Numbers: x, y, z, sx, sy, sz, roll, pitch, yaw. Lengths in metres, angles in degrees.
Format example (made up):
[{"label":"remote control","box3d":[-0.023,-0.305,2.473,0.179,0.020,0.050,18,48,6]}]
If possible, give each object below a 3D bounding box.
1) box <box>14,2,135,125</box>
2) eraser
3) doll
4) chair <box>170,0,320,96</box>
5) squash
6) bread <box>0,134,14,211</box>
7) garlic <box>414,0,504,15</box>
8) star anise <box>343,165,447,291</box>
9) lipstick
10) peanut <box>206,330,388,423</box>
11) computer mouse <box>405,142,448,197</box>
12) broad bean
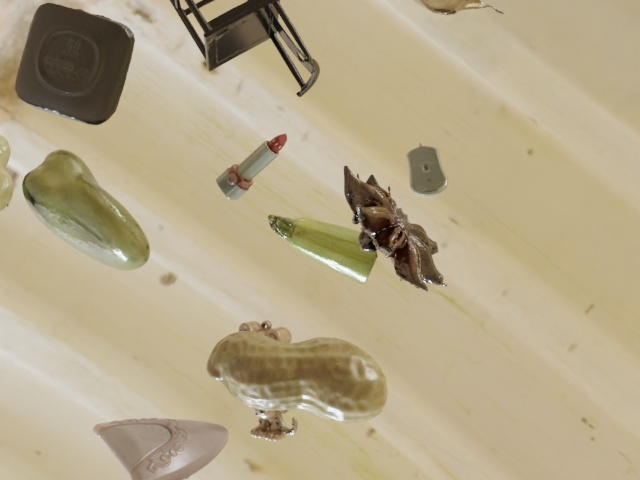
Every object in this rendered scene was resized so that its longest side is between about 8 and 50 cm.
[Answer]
[{"label":"box","box3d":[-0.448,-0.318,1.588,0.042,0.212,0.201,-27,137,-73]},{"label":"eraser","box3d":[-0.283,0.380,1.670,0.204,0.243,0.059,30,-63,46]},{"label":"doll","box3d":[-0.121,0.321,2.015,0.154,0.119,0.278,-9,-91,39]},{"label":"chair","box3d":[-0.126,-0.338,1.394,0.141,0.260,0.154,-31,174,-9]},{"label":"squash","box3d":[0.002,-0.002,2.208,0.137,0.287,0.137,-157,-90,-90]},{"label":"bread","box3d":[-0.717,-0.099,1.642,0.316,0.316,0.054,-63,160,-16]},{"label":"garlic","box3d":[0.232,-0.522,1.667,0.196,0.338,0.151,-11,-128,13]},{"label":"star anise","box3d":[0.107,-0.006,1.492,0.102,0.272,0.272,-39,-153,20]},{"label":"lipstick","box3d":[-0.141,-0.167,1.884,0.186,0.063,0.057,-41,167,21]},{"label":"peanut","box3d":[-0.038,0.207,1.380,0.136,0.298,0.120,-60,153,-58]},{"label":"computer mouse","box3d":[0.244,-0.156,2.037,0.056,0.089,0.182,83,0,-48]},{"label":"broad bean","box3d":[-0.419,-0.038,1.575,0.121,0.263,0.189,-41,169,-33]}]
